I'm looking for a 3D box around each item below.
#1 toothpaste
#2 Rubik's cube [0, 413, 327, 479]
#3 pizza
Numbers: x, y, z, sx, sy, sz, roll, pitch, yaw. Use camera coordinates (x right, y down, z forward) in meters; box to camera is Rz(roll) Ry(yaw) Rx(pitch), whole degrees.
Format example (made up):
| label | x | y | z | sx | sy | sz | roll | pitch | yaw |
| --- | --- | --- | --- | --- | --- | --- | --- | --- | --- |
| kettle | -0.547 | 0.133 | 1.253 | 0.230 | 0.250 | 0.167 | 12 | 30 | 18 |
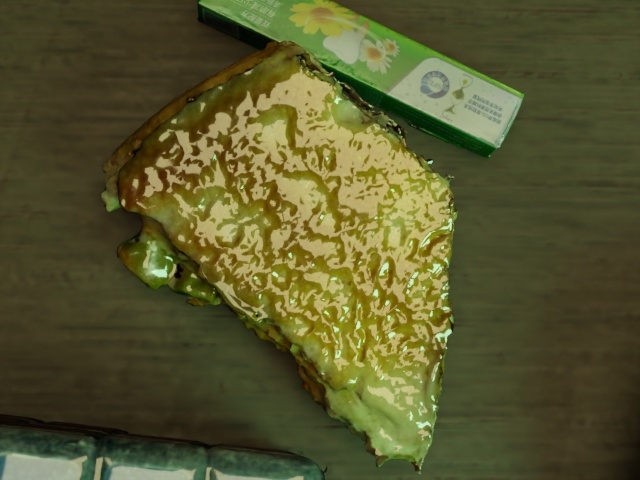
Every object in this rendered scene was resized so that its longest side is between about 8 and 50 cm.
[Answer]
| label | x | y | z | sx | sy | sz | roll | pitch | yaw |
| --- | --- | --- | --- | --- | --- | --- | --- | --- | --- |
| toothpaste | 0.019 | -0.099 | 0.877 | 0.178 | 0.043 | 0.037 | 25 | 81 | 0 |
| Rubik's cube | -0.130 | 0.200 | 0.744 | 0.237 | 0.238 | 0.237 | 8 | 83 | -1 |
| pizza | 0.000 | 0.000 | 0.851 | 0.226 | 0.069 | 0.147 | 38 | 94 | 0 |
